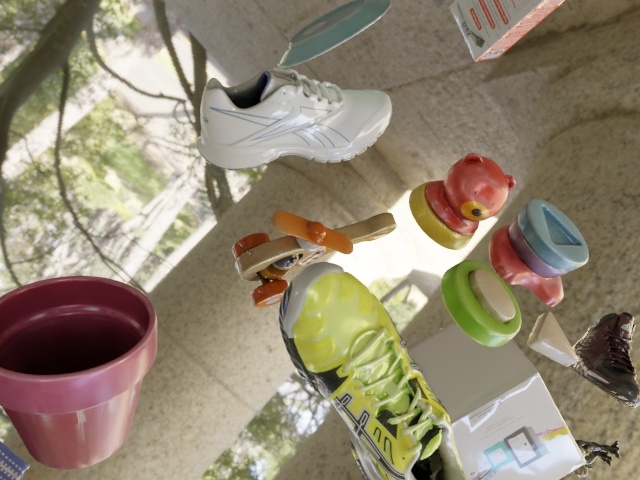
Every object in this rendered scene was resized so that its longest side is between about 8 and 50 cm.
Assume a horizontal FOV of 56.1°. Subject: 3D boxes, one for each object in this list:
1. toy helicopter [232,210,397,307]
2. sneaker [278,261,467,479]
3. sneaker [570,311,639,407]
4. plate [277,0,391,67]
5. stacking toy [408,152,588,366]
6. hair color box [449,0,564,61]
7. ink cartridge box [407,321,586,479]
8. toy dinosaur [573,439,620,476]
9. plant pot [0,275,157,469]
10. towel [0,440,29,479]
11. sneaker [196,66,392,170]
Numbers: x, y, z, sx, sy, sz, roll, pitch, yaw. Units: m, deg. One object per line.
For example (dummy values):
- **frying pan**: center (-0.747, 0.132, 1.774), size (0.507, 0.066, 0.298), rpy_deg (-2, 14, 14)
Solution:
- **toy helicopter**: center (0.000, 0.000, 1.215), size (0.235, 0.355, 0.140), rpy_deg (119, 131, -64)
- **sneaker**: center (0.086, 0.185, 0.747), size (0.147, 0.145, 0.384), rpy_deg (8, 134, 56)
- **sneaker**: center (0.597, 0.221, 1.222), size (0.106, 0.162, 0.281), rpy_deg (34, -175, -1)
- **plate**: center (0.014, -0.312, 0.880), size (0.188, 0.188, 0.024), rpy_deg (22, 149, 58)
- **stacking toy**: center (0.302, 0.020, 0.895), size (0.309, 0.279, 0.130), rpy_deg (20, 135, -26)
- **hair color box**: center (0.254, -0.324, 0.790), size (0.167, 0.053, 0.093), rpy_deg (-35, 74, 58)
- **ink cartridge box**: center (0.301, 0.303, 1.076), size (0.270, 0.197, 0.198), rpy_deg (55, -174, -30)
- **toy dinosaur**: center (0.561, 0.449, 1.273), size (0.118, 0.063, 0.268), rpy_deg (-1, 169, 14)
- **plant pot**: center (-0.303, 0.169, 0.737), size (0.201, 0.201, 0.180), rpy_deg (33, 129, 38)
- **towel**: center (-0.506, 0.296, 0.682), size (0.243, 0.040, 0.336), rpy_deg (46, -169, -11)
- **sneaker**: center (-0.030, -0.184, 0.865), size (0.129, 0.297, 0.111), rpy_deg (95, 157, -46)
